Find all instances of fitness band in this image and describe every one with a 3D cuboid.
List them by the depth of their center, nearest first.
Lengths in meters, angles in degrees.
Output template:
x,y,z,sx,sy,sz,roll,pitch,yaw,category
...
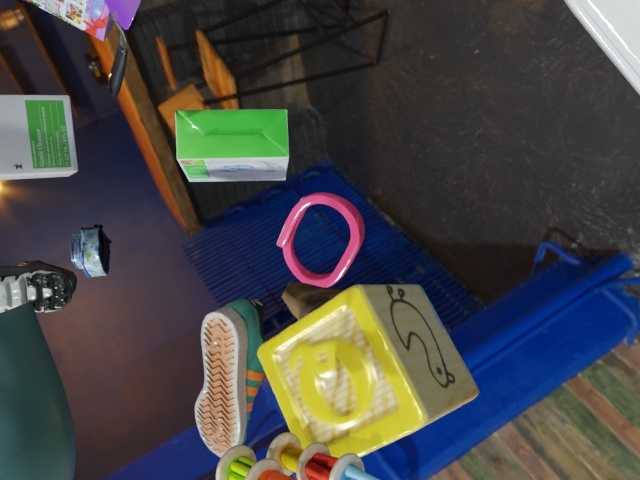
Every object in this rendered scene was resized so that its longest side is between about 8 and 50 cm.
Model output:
x,y,z,sx,sy,sz,roll,pitch,yaw,category
0.000,0.000,1.570,0.209,0.054,0.291,33,125,8,fitness band

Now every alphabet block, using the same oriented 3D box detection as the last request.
x,y,z,sx,sy,sz,roll,pitch,yaw,category
0.068,0.182,0.804,0.197,0.193,0.192,4,-127,-58,alphabet block

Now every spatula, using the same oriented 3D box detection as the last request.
x,y,z,sx,sy,sz,roll,pitch,yaw,category
-0.361,-0.361,1.049,0.084,0.030,0.296,54,147,12,spatula

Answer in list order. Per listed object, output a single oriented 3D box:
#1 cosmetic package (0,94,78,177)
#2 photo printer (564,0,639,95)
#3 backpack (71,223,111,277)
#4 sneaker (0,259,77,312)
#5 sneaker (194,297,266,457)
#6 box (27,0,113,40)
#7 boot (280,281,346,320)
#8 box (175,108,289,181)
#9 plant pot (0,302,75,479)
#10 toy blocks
x,y,z,sx,sy,sz,roll,pitch,yaw,category
-0.791,-0.240,1.386,0.155,0.366,0.197,2,100,59,cosmetic package
0.315,-0.139,0.444,0.307,0.256,0.107,45,130,-9,photo printer
-0.568,0.033,1.443,0.105,0.084,0.114,96,162,-62,backpack
-0.503,0.073,0.932,0.106,0.234,0.078,-113,24,-80,sneaker
-0.140,0.241,1.023,0.108,0.121,0.302,21,116,28,sneaker
-0.540,-0.597,1.272,0.201,0.057,0.293,26,148,-16,box
0.035,0.141,1.355,0.115,0.112,0.305,36,-165,37,boot
-0.214,-0.234,1.455,0.231,0.262,0.126,126,142,-79,box
-0.433,0.243,0.684,0.235,0.293,0.293,65,164,-5,plant pot
-0.017,0.249,0.605,0.148,0.123,0.054,-1,88,45,toy blocks
